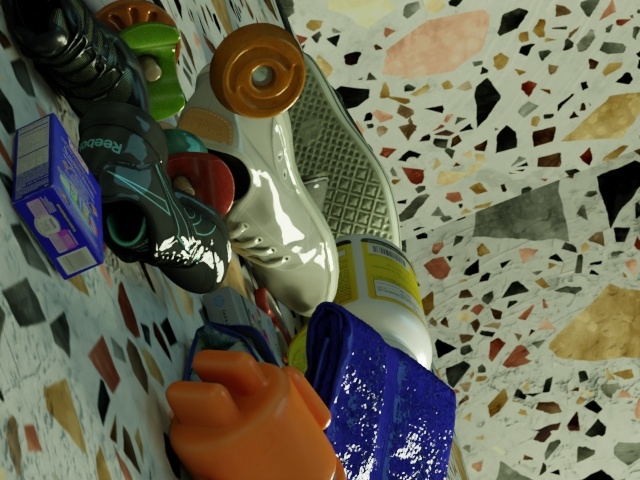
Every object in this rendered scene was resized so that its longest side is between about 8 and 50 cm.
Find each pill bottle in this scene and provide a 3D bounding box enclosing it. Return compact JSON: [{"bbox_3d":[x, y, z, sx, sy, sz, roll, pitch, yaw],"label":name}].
[{"bbox_3d":[0.068,0.140,2.235,0.334,0.188,0.188,-95,162,-64],"label":"pill bottle"}]

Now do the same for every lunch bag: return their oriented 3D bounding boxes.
[{"bbox_3d":[-0.078,0.161,1.509,0.128,0.096,0.151,63,-5,-23],"label":"lunch bag"}]

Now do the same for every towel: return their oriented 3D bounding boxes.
[{"bbox_3d":[0.069,0.228,1.739,0.308,0.076,0.227,38,61,-51],"label":"towel"}]

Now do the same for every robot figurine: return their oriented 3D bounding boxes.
[{"bbox_3d":[-0.057,0.202,1.363,0.219,0.128,0.158,60,12,-26],"label":"robot figurine"}]

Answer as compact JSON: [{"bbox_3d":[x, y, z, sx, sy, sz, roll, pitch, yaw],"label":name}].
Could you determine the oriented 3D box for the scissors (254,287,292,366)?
[{"bbox_3d":[-0.031,0.171,2.076,0.297,0.021,0.109,58,13,-53],"label":"scissors"}]

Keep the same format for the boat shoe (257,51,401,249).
[{"bbox_3d":[0.026,-0.123,2.731,0.500,0.187,0.156,66,12,21],"label":"boat shoe"}]

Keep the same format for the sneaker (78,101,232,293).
[{"bbox_3d":[-0.167,-0.014,1.420,0.267,0.101,0.106,58,32,-49],"label":"sneaker"}]

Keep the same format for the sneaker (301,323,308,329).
[{"bbox_3d":[0.023,0.195,2.035,0.069,0.084,0.185,-66,144,-61],"label":"sneaker"}]

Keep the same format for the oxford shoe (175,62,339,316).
[{"bbox_3d":[-0.089,-0.038,1.898,0.130,0.169,0.449,-57,149,-28],"label":"oxford shoe"}]

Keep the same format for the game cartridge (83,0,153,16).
[{"bbox_3d":[-0.267,-0.365,1.770,0.196,0.060,0.294,64,8,-57],"label":"game cartridge"}]

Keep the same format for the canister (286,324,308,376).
[{"bbox_3d":[0.015,0.163,1.901,0.126,0.073,0.170,40,-2,-1],"label":"canister"}]

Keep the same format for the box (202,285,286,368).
[{"bbox_3d":[-0.078,0.143,1.746,0.186,0.038,0.145,51,20,-71],"label":"box"}]

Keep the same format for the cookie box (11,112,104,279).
[{"bbox_3d":[-0.217,-0.037,1.227,0.107,0.040,0.092,-102,168,-52],"label":"cookie box"}]

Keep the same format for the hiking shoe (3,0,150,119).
[{"bbox_3d":[-0.241,-0.178,1.373,0.227,0.086,0.114,59,20,-15],"label":"hiking shoe"}]

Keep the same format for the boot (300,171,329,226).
[{"bbox_3d":[0.002,-0.001,2.550,0.189,0.076,0.208,105,-28,-75],"label":"boot"}]

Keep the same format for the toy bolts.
[{"bbox_3d":[-0.139,-0.146,1.561,0.158,0.218,0.228,-128,-145,-58],"label":"toy bolts"}]
